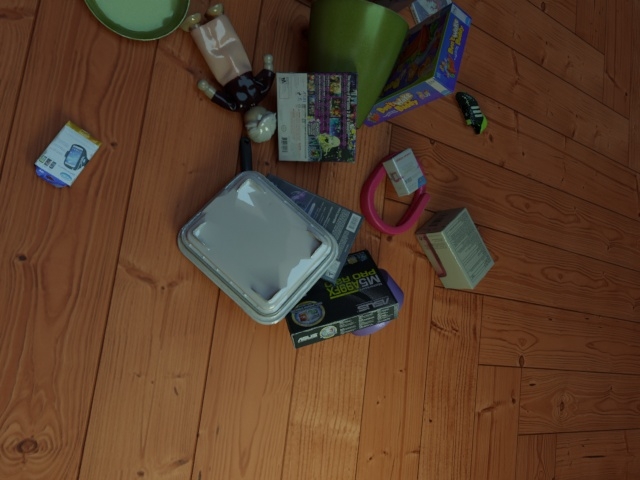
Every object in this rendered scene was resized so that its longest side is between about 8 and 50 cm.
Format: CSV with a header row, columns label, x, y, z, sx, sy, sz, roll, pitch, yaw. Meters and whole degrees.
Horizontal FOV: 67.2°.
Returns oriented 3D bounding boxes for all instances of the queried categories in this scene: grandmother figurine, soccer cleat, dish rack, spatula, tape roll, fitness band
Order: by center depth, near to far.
label,x,y,z,sx,sy,sz,roll,pitch,yaw
dish rack,-0.149,0.003,1.159,0.333,0.072,0.285,41,76,5
grandmother figurine,-0.209,-0.415,1.236,0.208,0.104,0.342,-26,105,-3
spatula,-0.191,-0.128,1.260,0.084,0.030,0.296,1,86,-29
tape roll,0.133,0.171,1.352,0.189,0.189,0.080,-48,112,-25
fitness band,0.240,-0.151,1.527,0.209,0.054,0.290,44,64,-19
soccer cleat,0.540,-0.459,1.732,0.179,0.060,0.072,42,68,-26

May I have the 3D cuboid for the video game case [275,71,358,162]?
label,x,y,z,sx,sy,sz,roll,pitch,yaw
video game case,-0.009,-0.323,1.269,0.211,0.041,0.231,2,112,6

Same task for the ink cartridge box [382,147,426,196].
label,x,y,z,sx,sy,sz,roll,pitch,yaw
ink cartridge box,0.259,-0.210,1.483,0.089,0.052,0.122,-33,102,-29

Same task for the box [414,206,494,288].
label,x,y,z,sx,sy,sz,roll,pitch,yaw
box,0.445,0.027,1.597,0.149,0.127,0.232,-40,108,-28

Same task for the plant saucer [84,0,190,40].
label,x,y,z,sx,sy,sz,roll,pitch,yaw
plant saucer,-0.427,-0.586,1.114,0.241,0.037,0.240,-5,101,-25

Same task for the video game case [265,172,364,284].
label,x,y,z,sx,sy,sz,roll,pitch,yaw
video game case,-0.050,-0.031,1.229,0.275,0.026,0.195,24,77,2

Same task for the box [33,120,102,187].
label,x,y,z,sx,sy,sz,roll,pitch,yaw
box,-0.548,-0.180,1.040,0.081,0.028,0.136,37,71,-25

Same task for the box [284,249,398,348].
label,x,y,z,sx,sy,sz,roll,pitch,yaw
box,0.033,0.141,1.229,0.270,0.216,0.060,-15,130,-8

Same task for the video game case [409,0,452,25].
label,x,y,z,sx,sy,sz,roll,pitch,yaw
video game case,0.393,-0.811,1.683,0.201,0.023,0.183,-32,103,-30

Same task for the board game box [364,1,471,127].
label,x,y,z,sx,sy,sz,roll,pitch,yaw
board game box,0.250,-0.485,1.378,0.078,0.347,0.233,24,74,-28

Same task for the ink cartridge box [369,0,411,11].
label,x,y,z,sx,sy,sz,roll,pitch,yaw
ink cartridge box,0.249,-0.833,1.445,0.117,0.278,0.201,-26,101,-28

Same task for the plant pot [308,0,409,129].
label,x,y,z,sx,sy,sz,roll,pitch,yaw
plant pot,0.074,-0.470,1.340,0.275,0.275,0.293,9,98,-32
